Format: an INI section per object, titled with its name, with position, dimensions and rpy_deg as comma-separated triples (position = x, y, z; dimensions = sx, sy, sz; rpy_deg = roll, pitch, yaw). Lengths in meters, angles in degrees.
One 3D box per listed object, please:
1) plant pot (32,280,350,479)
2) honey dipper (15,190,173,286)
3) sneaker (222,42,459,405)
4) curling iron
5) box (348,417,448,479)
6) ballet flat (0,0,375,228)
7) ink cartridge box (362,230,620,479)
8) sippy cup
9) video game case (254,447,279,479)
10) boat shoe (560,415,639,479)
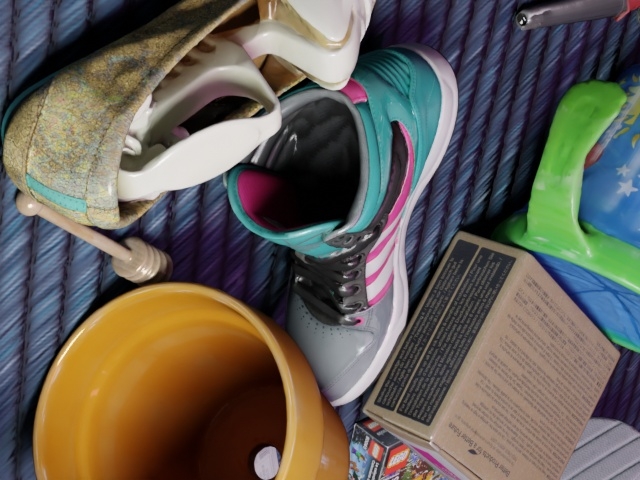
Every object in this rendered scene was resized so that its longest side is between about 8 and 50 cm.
[plant pot]
position = -0.072, 0.149, 1.321
dimensions = 0.205, 0.205, 0.188
rpy_deg = -57, 152, 2
[honey dipper]
position = -0.155, -0.004, 1.234
dimensions = 0.030, 0.030, 0.161
rpy_deg = -56, 145, 0
[sneaker]
position = 0.000, 0.000, 1.349
dimensions = 0.178, 0.124, 0.295
rpy_deg = -12, 121, -55
[curling iron]
position = 0.261, -0.201, 1.608
dimensions = 0.274, 0.035, 0.068
rpy_deg = -13, 129, -49
[box]
position = 0.109, 0.215, 1.781
dimensions = 0.233, 0.044, 0.159
rpy_deg = -21, 135, -44
[ballet flat]
position = -0.046, -0.120, 1.186
dimensions = 0.348, 0.123, 0.123
rpy_deg = -38, 145, -27
[ink cartridge box]
position = 0.163, 0.129, 1.675
dimensions = 0.193, 0.088, 0.235
rpy_deg = -60, 141, -11
[sippy cup]
position = 0.307, -0.034, 1.671
dimensions = 0.224, 0.240, 0.305
rpy_deg = -62, 175, -10
[video game case]
position = -0.092, 0.224, 1.540
dimensions = 0.143, 0.019, 0.157
rpy_deg = -38, 146, -25
[boat shoe]
position = 0.206, 0.296, 1.948
dimensions = 0.335, 0.121, 0.119
rpy_deg = -24, 146, -26
